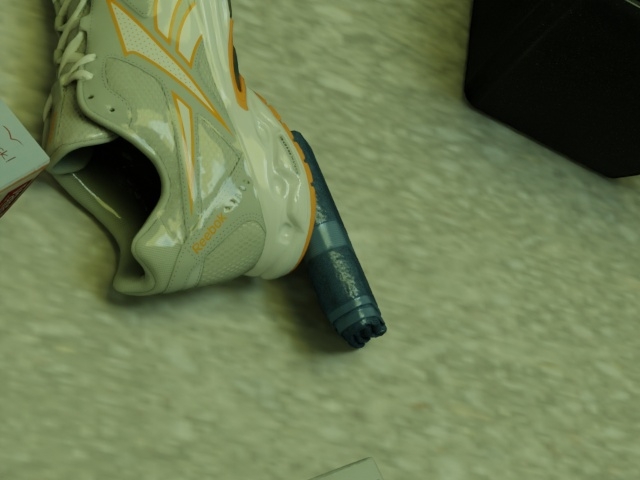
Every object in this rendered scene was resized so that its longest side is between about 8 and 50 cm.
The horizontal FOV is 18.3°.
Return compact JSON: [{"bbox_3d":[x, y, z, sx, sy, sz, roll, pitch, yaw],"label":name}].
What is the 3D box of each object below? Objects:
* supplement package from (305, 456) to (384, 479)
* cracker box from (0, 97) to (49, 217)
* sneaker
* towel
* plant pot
[{"bbox_3d":[0.001,0.211,0.930,0.105,0.105,0.179,-17,74,-41],"label":"supplement package"},{"bbox_3d":[-0.261,-0.035,0.916,0.155,0.067,0.232,51,47,3],"label":"cracker box"},{"bbox_3d":[-0.106,-0.090,1.049,0.121,0.099,0.262,-18,74,-37],"label":"sneaker"},{"bbox_3d":[0.000,0.000,1.092,0.029,0.067,0.119,-23,77,3],"label":"towel"},{"bbox_3d":[0.191,-0.149,1.251,0.187,0.167,0.188,25,52,-22],"label":"plant pot"}]
